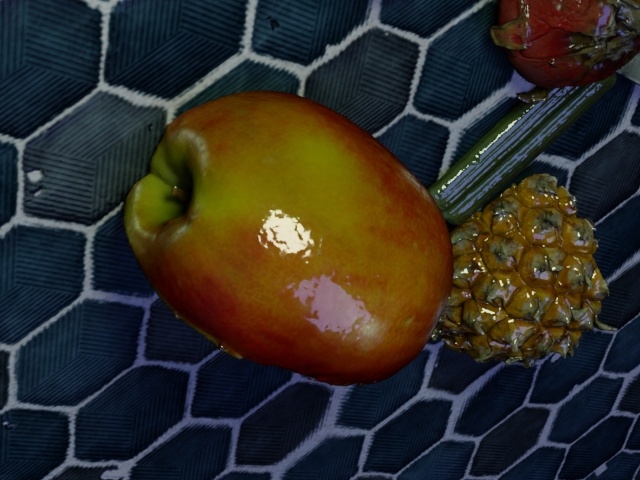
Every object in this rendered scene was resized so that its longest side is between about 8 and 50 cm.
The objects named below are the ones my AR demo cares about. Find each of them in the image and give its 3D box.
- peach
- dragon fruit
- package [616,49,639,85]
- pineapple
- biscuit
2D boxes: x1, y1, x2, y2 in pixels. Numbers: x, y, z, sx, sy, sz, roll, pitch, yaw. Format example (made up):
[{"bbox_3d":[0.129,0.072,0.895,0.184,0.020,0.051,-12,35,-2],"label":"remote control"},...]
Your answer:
[{"bbox_3d":[0.000,0.000,1.578,0.380,0.306,0.242,19,120,-44],"label":"peach"},{"bbox_3d":[0.336,-0.272,1.684,0.223,0.148,0.218,-37,128,-9],"label":"dragon fruit"},{"bbox_3d":[0.426,-0.291,1.858,0.239,0.030,0.154,15,98,-42],"label":"package"},{"bbox_3d":[0.255,0.113,1.976,0.286,0.209,0.344,-24,141,-21],"label":"pineapple"},{"bbox_3d":[0.282,-0.145,1.889,0.322,0.038,0.099,-42,140,0],"label":"biscuit"}]
